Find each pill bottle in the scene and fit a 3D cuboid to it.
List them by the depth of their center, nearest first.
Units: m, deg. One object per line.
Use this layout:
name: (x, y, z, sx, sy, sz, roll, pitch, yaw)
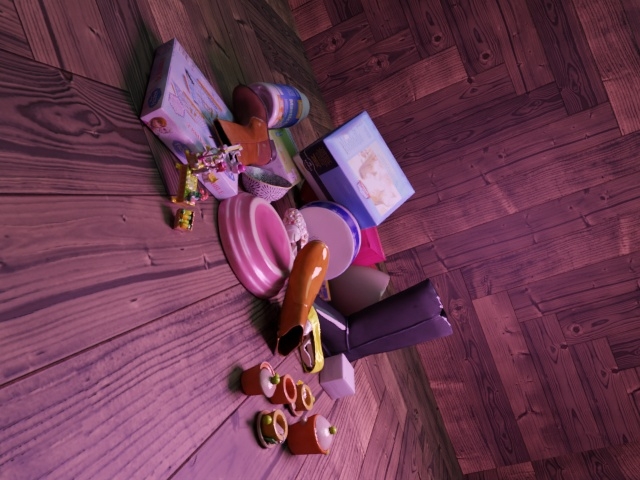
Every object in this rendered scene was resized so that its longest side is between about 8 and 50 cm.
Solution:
pill bottle: (-0.149, -0.474, 1.607, 0.272, 0.153, 0.152, -28, 98, -59)

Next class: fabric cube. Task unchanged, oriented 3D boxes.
fabric cube: (0.091, -0.013, 1.896, 0.259, 0.259, 0.253, 34, 40, -64)

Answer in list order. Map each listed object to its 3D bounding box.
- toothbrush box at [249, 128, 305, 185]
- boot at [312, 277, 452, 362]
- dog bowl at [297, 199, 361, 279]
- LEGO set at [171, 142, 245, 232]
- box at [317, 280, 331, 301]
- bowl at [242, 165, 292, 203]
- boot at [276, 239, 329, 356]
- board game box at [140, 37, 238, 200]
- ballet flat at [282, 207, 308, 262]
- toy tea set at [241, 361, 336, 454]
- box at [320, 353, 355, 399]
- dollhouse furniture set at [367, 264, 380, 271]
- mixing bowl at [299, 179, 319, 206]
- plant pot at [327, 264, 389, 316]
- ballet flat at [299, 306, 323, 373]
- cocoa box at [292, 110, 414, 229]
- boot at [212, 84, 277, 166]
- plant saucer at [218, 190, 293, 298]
toothbrush box: (-0.158, -0.291, 1.660, 0.206, 0.122, 0.283, 65, 17, -11)
boot: (0.172, 0.234, 1.513, 0.146, 0.446, 0.366, -86, 152, -55)
dog bowl: (0.000, 0.000, 1.562, 0.264, 0.265, 0.104, 67, 21, -8)
LEGO set: (-0.254, -0.149, 1.056, 0.132, 0.107, 0.286, 66, 32, -34)
box: (-0.012, 0.167, 1.657, 0.028, 0.081, 0.136, 46, 27, -53)
bowl: (-0.183, -0.169, 1.456, 0.170, 0.170, 0.080, -90, -159, -69)
boot: (-0.047, 0.163, 1.258, 0.104, 0.294, 0.211, 19, 25, -10)
board game box: (-0.332, -0.322, 1.226, 0.318, 0.066, 0.317, 53, 23, -47)
ballet flat: (-0.085, 0.016, 1.493, 0.077, 0.091, 0.240, -48, 134, -70)
toy tea set: (-0.061, 0.410, 1.117, 0.336, 0.125, 0.199, 49, 26, -51)
box: (0.057, 0.455, 1.520, 0.101, 0.087, 0.101, -88, 153, -52)
dollhouse furniture set: (0.160, 0.017, 2.273, 0.201, 0.152, 0.374, -94, 157, -45)
mixing bowl: (-0.023, -0.177, 1.949, 0.181, 0.098, 0.181, 38, -8, 7)
plant pot: (0.111, 0.203, 1.761, 0.191, 0.284, 0.284, 34, 18, 2)
ballet flat: (-0.041, 0.299, 1.399, 0.077, 0.077, 0.230, -15, 95, -60)
cocoa box: (0.118, -0.233, 1.617, 0.231, 0.228, 0.347, -40, 103, -28)
boot: (-0.244, -0.333, 1.318, 0.280, 0.096, 0.263, -36, 115, -68)
plant saucer: (-0.172, 0.002, 1.328, 0.332, 0.084, 0.332, 58, 19, -34)
